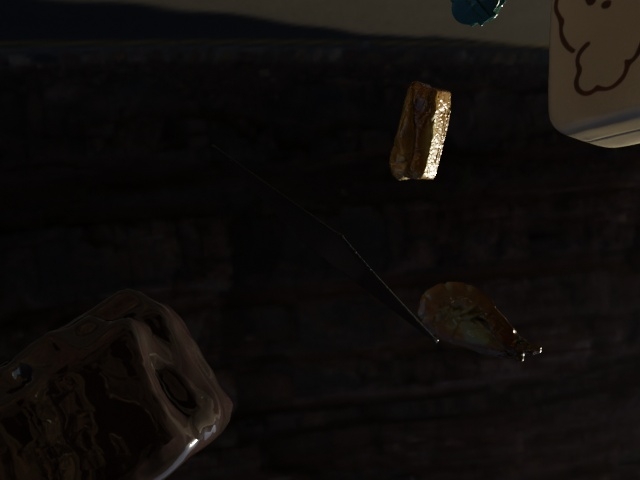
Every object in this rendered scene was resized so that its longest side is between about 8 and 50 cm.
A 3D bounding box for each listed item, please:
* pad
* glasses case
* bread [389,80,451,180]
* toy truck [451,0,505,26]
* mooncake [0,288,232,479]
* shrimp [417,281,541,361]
[{"bbox_3d":[0.000,0.000,0.976,0.170,0.006,0.245,48,172,-37],"label":"pad"},{"bbox_3d":[0.265,-0.252,0.865,0.076,0.336,0.144,12,166,-36],"label":"glasses case"},{"bbox_3d":[0.131,-0.141,1.384,0.053,0.132,0.074,16,-167,26],"label":"bread"},{"bbox_3d":[0.092,-0.154,0.602,0.039,0.044,0.083,-32,-165,36],"label":"toy truck"},{"bbox_3d":[-0.208,0.154,0.781,0.283,0.141,0.283,-36,177,-2],"label":"mooncake"},{"bbox_3d":[0.220,0.119,1.455,0.184,0.091,0.043,29,-161,-5],"label":"shrimp"}]
